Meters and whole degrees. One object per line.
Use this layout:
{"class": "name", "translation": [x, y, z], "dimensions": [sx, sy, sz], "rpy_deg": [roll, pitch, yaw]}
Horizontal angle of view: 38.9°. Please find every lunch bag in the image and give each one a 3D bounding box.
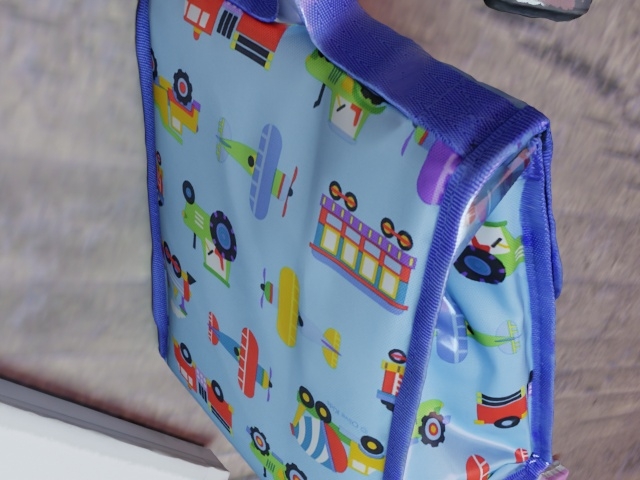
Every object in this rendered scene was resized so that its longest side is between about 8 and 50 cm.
{"class": "lunch bag", "translation": [0.000, 0.000, 0.448], "dimensions": [0.138, 0.221, 0.293], "rpy_deg": [-31, 140, -23]}

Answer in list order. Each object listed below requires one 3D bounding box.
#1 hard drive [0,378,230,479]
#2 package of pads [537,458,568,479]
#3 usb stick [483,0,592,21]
{"class": "hard drive", "translation": [-0.210, 0.181, 0.545], "dimensions": [0.203, 0.040, 0.307], "rpy_deg": [-50, 144, 1]}
{"class": "package of pads", "translation": [0.285, 0.325, 1.174], "dimensions": [0.050, 0.032, 0.083], "rpy_deg": [-9, 127, -39]}
{"class": "usb stick", "translation": [0.160, -0.261, 0.512], "dimensions": [0.077, 0.045, 0.278], "rpy_deg": [12, 121, -3]}
